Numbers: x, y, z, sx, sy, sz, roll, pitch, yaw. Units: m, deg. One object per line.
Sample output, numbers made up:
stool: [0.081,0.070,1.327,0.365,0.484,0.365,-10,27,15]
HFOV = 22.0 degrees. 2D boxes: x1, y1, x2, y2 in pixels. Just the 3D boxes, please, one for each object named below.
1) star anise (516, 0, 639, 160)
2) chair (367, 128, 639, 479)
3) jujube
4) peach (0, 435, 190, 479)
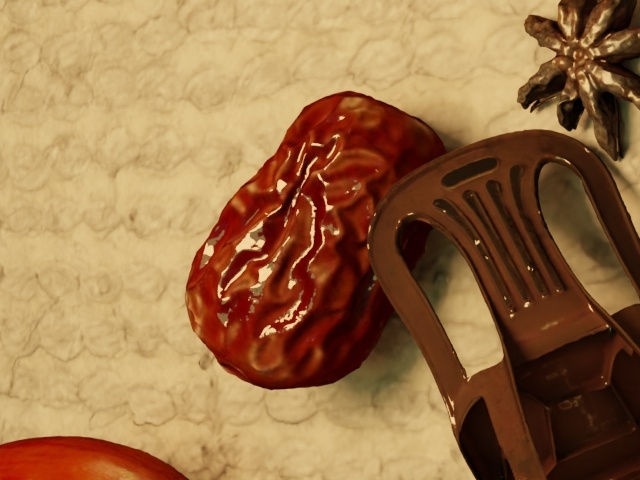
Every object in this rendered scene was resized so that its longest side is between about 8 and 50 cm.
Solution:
star anise: [0.184,-0.126,1.107,0.141,0.042,0.141,-1,89,41]
chair: [0.156,0.092,1.043,0.175,0.183,0.326,-22,35,3]
jujube: [0.000,0.000,1.205,0.155,0.155,0.230,37,105,37]
peach: [-0.194,0.278,1.326,0.281,0.281,0.238,-45,17,33]
